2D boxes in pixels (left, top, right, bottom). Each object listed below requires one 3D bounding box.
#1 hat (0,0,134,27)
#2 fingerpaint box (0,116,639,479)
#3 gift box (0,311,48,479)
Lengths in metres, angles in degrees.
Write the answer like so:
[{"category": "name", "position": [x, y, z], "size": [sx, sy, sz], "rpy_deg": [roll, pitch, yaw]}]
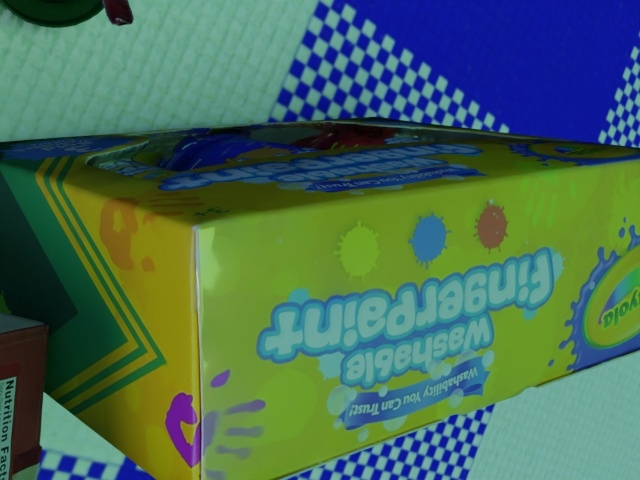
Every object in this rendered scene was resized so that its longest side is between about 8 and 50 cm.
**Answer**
[{"category": "hat", "position": [-0.128, -0.226, 0.637], "size": [0.173, 0.184, 0.208], "rpy_deg": [17, 84, -60]}, {"category": "fingerpaint box", "position": [0.000, 0.000, 0.706], "size": [0.445, 0.371, 0.163], "rpy_deg": [-10, 107, -37]}, {"category": "gift box", "position": [-0.344, 0.135, 0.513], "size": [0.276, 0.258, 0.255], "rpy_deg": [2, 97, -66]}]
